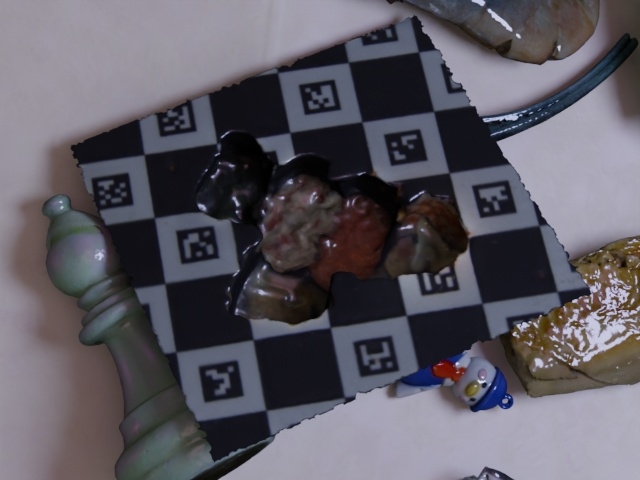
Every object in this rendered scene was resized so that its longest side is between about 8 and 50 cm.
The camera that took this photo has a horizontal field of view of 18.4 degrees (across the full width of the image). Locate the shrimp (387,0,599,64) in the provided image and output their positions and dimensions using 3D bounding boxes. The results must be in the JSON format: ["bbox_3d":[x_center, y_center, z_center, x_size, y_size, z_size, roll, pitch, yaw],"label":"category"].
[{"bbox_3d":[0.124,-0.270,1.723,0.289,0.075,0.178,22,69,-6],"label":"shrimp"}]

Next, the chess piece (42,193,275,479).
[{"bbox_3d":[-0.158,0.079,1.633,0.139,0.139,0.272,-30,80,-11],"label":"chess piece"}]

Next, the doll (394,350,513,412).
[{"bbox_3d":[0.107,0.106,1.702,0.143,0.058,0.099,33,106,-12],"label":"doll"}]

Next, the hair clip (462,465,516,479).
[{"bbox_3d":[0.215,0.274,1.699,0.218,0.071,0.159,23,85,-2],"label":"hair clip"}]

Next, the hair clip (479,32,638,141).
[{"bbox_3d":[0.187,-0.122,1.746,0.229,0.039,0.070,-24,84,-15],"label":"hair clip"}]

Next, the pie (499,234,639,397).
[{"bbox_3d":[0.292,0.058,1.729,0.282,0.068,0.129,-12,89,-11],"label":"pie"}]

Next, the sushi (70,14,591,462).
[{"bbox_3d":[0.000,0.000,1.650,0.339,0.069,0.320,-23,63,-13],"label":"sushi"}]
